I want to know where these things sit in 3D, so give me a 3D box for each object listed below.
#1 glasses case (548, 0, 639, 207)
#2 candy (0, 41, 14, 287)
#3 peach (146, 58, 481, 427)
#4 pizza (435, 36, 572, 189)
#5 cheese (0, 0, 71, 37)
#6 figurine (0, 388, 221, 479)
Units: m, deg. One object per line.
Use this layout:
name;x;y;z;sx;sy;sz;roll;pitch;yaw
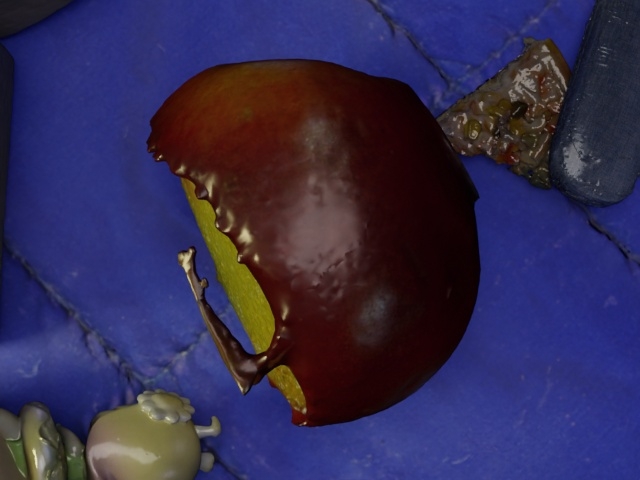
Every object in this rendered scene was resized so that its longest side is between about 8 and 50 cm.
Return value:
glasses case;0.342;-0.173;1.601;0.109;0.067;0.282;22;77;-12
candy;-0.427;-0.056;1.538;0.145;0.208;0.358;2;84;-6
peach;0.010;-0.019;1.470;0.310;0.335;0.406;-24;80;-1
pizza;0.212;-0.142;1.623;0.195;0.052;0.185;-12;83;-3
cheese;-0.384;-0.395;1.572;0.332;0.153;0.292;-39;83;7
figurine;-0.300;0.262;1.511;0.394;0.274;0.226;-5;129;-17
